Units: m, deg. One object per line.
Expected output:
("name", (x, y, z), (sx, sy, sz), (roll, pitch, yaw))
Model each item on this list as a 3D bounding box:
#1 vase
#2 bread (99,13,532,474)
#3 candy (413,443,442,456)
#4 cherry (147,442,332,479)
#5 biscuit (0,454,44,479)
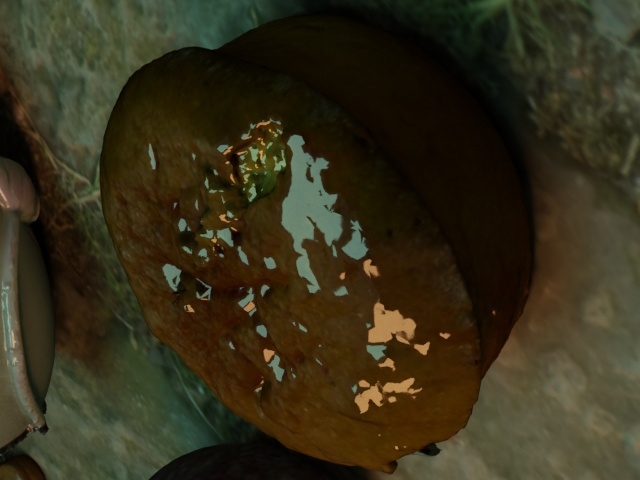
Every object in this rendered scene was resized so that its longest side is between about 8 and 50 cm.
("vase", (-0.362, -0.032, 1.557), (0.250, 0.250, 0.445), (22, 129, 41))
("bread", (-0.003, -0.005, 1.178), (0.312, 0.172, 0.312), (29, 139, 29))
("candy", (0.025, 0.140, 1.365), (0.175, 0.045, 0.043), (1, 102, 50))
("cherry", (-0.066, 0.274, 1.453), (0.300, 0.203, 0.230), (19, 134, 61))
("biscuit", (-0.291, 0.359, 1.935), (0.186, 0.044, 0.295), (36, 139, 33))
